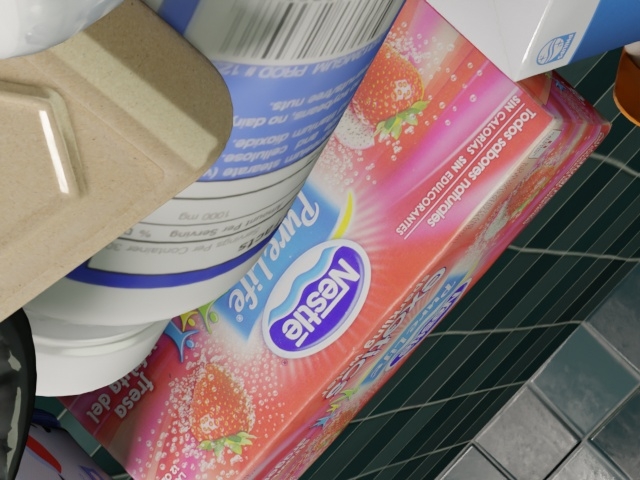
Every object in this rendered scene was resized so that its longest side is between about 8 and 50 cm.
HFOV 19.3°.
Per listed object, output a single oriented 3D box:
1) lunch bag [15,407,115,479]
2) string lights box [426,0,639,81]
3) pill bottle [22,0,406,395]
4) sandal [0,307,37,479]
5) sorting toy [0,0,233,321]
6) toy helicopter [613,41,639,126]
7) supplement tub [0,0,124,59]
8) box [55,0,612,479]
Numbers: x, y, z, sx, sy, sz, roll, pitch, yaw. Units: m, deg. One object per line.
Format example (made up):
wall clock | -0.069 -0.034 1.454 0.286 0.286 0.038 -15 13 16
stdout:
lunch bag | -0.241 0.204 0.989 0.303 0.115 0.243 -46 164 7
string lights box | 0.151 -0.170 0.892 0.260 0.133 0.076 -19 145 -37
pill bottle | -0.065 -0.068 0.635 0.152 0.152 0.272 -33 162 -42
sandal | -0.264 0.129 0.690 0.446 0.167 0.107 -44 -167 24
sorting toy | -0.156 -0.026 0.505 0.208 0.038 0.193 -38 133 13
toy helicopter | 0.320 -0.197 1.430 0.235 0.140 0.355 -48 169 18
supplement tub | -0.002 -0.199 0.356 0.316 0.193 0.193 -42 166 -14
box | 0.000 0.000 1.034 0.300 0.142 0.154 -49 167 14
